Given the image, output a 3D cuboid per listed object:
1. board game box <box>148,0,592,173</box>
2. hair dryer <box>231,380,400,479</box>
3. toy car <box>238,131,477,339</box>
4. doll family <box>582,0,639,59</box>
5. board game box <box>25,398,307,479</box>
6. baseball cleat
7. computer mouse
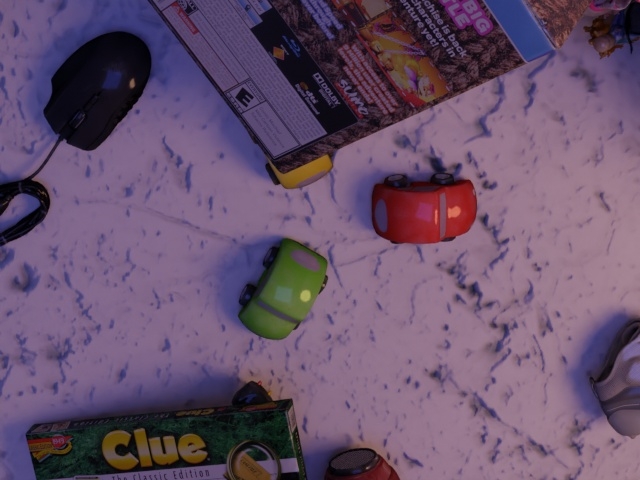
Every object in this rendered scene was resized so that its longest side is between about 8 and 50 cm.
[{"bbox_3d":[0.027,-0.217,0.910,0.291,0.141,0.232,-20,114,44],"label":"board game box"},{"bbox_3d":[-0.019,0.283,1.183,0.293,0.080,0.223,37,109,-3],"label":"hair dryer"},{"bbox_3d":[0.000,0.000,1.098,0.239,0.053,0.225,28,103,-12],"label":"toy car"},{"bbox_3d":[0.295,-0.206,0.989,0.263,0.163,0.118,-34,100,-18],"label":"doll family"},{"bbox_3d":[-0.140,0.225,1.130,0.260,0.030,0.136,-8,100,14],"label":"board game box"},{"bbox_3d":[0.355,0.107,1.149,0.206,0.072,0.109,-30,100,1],"label":"baseball cleat"},{"bbox_3d":[-0.233,-0.083,1.062,0.071,0.041,0.242,36,102,-14],"label":"computer mouse"}]
